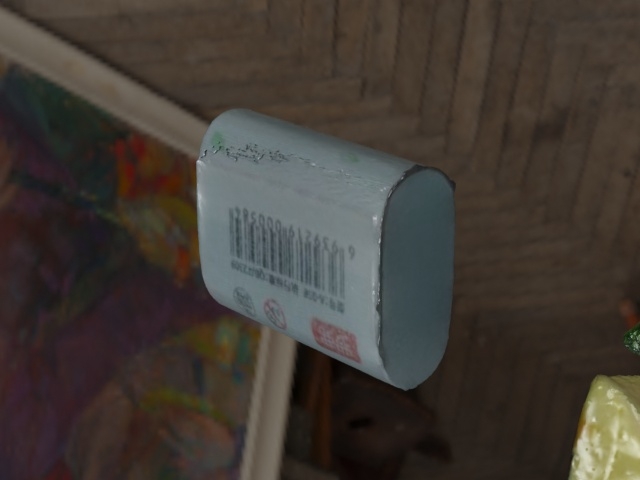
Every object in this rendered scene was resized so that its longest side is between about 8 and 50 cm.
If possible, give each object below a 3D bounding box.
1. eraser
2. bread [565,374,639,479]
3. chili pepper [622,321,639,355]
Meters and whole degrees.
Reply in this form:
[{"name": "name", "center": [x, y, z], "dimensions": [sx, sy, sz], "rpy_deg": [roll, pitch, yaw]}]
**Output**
[{"name": "eraser", "center": [0.000, 0.000, 1.197], "dimensions": [0.081, 0.227, 0.174], "rpy_deg": [-12, 112, -36]}, {"name": "bread", "center": [0.268, 0.182, 0.816], "dimensions": [0.167, 0.264, 0.163], "rpy_deg": [1, 103, -43]}, {"name": "chili pepper", "center": [0.293, 0.048, 1.256], "dimensions": [0.035, 0.055, 0.118], "rpy_deg": [44, 92, -8]}]
